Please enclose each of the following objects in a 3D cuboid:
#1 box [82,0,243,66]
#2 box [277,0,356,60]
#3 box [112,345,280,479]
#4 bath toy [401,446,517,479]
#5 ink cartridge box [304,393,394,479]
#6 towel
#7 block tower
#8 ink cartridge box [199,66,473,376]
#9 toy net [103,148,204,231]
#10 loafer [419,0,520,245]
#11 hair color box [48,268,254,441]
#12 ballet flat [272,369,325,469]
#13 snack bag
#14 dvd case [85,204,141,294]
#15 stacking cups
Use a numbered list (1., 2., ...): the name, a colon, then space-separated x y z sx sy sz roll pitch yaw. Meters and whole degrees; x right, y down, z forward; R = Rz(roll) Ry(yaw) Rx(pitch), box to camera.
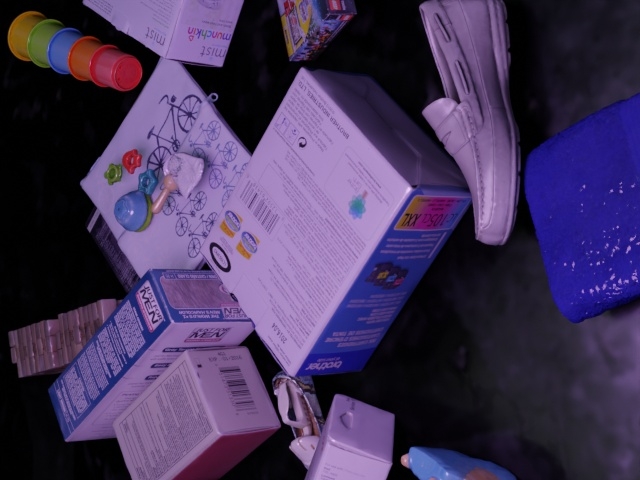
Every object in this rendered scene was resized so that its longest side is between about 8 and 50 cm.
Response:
1. box: -0.241 -0.432 1.921 0.262 0.127 0.231 35 114 40
2. box: -0.020 -0.393 1.717 0.159 0.044 0.233 144 117 -63
3. box: -0.194 0.285 1.861 0.232 0.127 0.148 -44 60 36
4. bath toy: 0.128 0.433 1.534 0.151 0.129 0.348 46 119 52
5. ink cartridge box: 0.023 0.339 1.609 0.093 0.160 0.219 19 108 -1
6. towel: 0.374 -0.057 1.336 0.308 0.076 0.227 -29 62 42
7. block tower: -0.424 0.173 2.110 0.335 0.097 0.090 -18 79 49
8. ink cartridge box: 0.000 0.000 1.652 0.270 0.151 0.395 51 122 34
9. toy net: -0.256 -0.098 1.925 0.232 0.045 0.122 -21 71 38
10. loafer: 0.181 -0.149 1.483 0.112 0.112 0.319 94 171 -77
11. hair color box: -0.268 0.183 1.904 0.347 0.174 0.105 -45 58 35
12. ballet flat: -0.024 0.271 1.734 0.070 0.070 0.188 -40 62 37
13. snack bag: -0.254 -0.104 1.975 0.323 0.037 0.342 -53 55 25
14. dvd case: -0.323 -0.014 2.073 0.221 0.018 0.164 52 124 32
15. stacking cups: -0.428 -0.332 2.150 0.316 0.096 0.096 23 106 38
